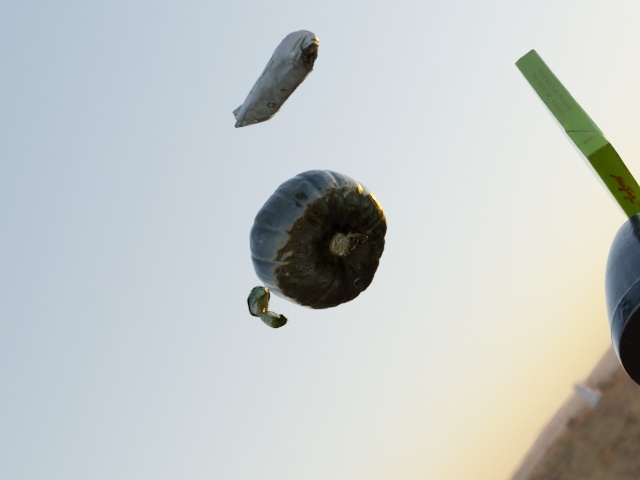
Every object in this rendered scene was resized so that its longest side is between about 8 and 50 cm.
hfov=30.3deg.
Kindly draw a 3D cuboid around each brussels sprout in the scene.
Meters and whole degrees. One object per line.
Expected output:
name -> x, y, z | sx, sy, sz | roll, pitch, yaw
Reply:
brussels sprout -> -0.095, 0.119, 2.041 | 0.046, 0.083, 0.051 | -10, -30, -52

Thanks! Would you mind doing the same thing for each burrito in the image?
burrito -> -0.060, -0.220, 1.645 | 0.064, 0.064, 0.203 | -40, -5, -42

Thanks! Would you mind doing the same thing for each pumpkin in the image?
pumpkin -> 0.000, 0.000, 1.825 | 0.224, 0.224, 0.157 | -50, 29, -14

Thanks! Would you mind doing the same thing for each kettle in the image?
kettle -> 0.478, 0.038, 1.619 | 0.271, 0.207, 0.251 | -91, -15, -58

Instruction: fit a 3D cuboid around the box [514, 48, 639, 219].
box -> 0.416, -0.160, 1.857 | 0.047, 0.187, 0.335 | -35, 32, 11
